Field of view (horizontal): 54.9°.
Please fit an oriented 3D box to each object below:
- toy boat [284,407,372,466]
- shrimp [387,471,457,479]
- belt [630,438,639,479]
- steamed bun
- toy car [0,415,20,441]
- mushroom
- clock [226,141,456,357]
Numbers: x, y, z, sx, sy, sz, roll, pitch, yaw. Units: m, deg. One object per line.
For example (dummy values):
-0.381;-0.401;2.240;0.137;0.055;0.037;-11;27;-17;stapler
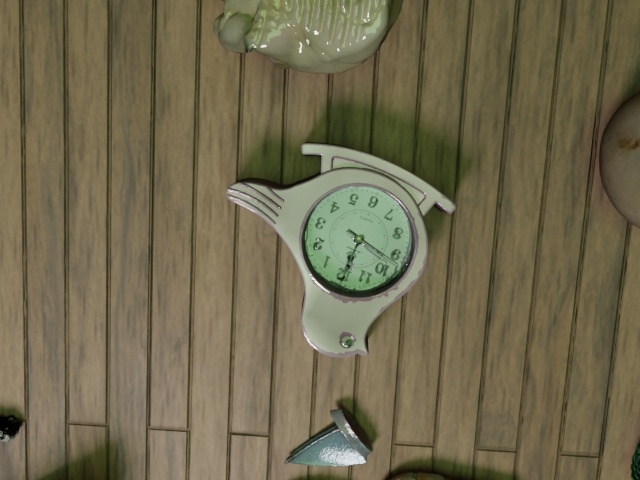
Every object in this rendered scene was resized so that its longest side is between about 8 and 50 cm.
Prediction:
0.009;0.314;0.926;0.122;0.034;0.096;-36;96;15;toy boat
0.200;0.428;0.918;0.254;0.059;0.145;13;101;0;shrimp
0.497;0.291;0.860;0.079;0.121;0.151;33;93;0;belt
-0.022;-0.354;0.746;0.275;0.206;0.320;-23;97;20;steamed bun
-0.500;0.277;0.924;0.093;0.041;0.025;15;105;0;toy car
0.475;-0.106;0.788;0.204;0.204;0.205;0;98;2;mushroom
0.000;0.000;0.854;0.290;0.080;0.276;25;98;-1;clock
